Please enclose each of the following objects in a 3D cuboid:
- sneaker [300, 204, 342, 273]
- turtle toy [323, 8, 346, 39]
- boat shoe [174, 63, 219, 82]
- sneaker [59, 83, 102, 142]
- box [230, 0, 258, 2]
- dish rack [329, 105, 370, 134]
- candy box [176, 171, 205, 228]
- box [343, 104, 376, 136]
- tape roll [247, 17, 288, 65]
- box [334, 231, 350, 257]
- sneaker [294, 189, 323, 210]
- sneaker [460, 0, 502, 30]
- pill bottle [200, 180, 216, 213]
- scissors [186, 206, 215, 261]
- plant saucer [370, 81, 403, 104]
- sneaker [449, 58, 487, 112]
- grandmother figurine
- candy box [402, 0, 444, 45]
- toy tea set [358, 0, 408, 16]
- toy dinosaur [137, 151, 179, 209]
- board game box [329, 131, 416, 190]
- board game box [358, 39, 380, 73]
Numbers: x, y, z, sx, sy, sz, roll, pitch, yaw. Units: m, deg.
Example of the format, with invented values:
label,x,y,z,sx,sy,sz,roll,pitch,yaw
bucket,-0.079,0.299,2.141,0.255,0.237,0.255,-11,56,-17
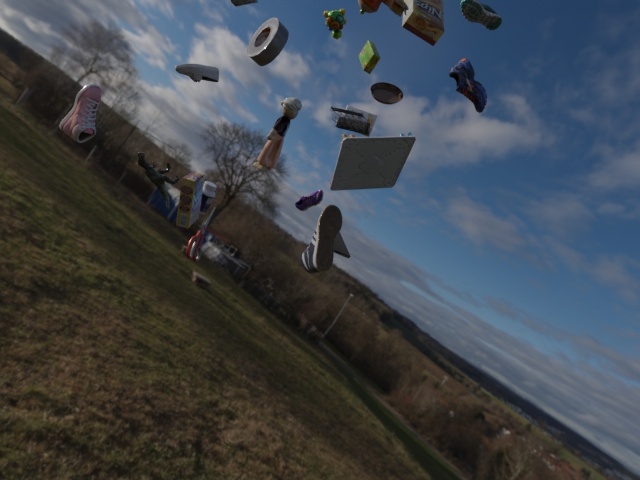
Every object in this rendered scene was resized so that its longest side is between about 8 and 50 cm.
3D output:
label,x,y,z,sx,sy,sz,roll,pitch,yaw
sneaker,0.000,0.000,1.633,0.099,0.283,0.153,20,-23,-19
turtle toy,0.067,-0.951,1.792,0.095,0.066,0.130,-2,-22,11
boat shoe,-0.505,-0.685,1.680,0.184,0.063,0.066,-11,9,-43
sneaker,-0.519,-0.278,0.912,0.070,0.134,0.051,42,9,13
box,-0.432,-1.362,2.309,0.136,0.027,0.094,-6,15,6
dish rack,0.161,-0.665,2.250,0.208,0.074,0.271,16,6,16
candy box,-0.480,-0.151,1.508,0.053,0.187,0.109,14,23,-1
box,0.248,-0.771,2.636,0.202,0.103,0.114,20,-18,3
tape roll,-0.256,-0.956,1.964,0.072,0.219,0.219,30,-1,-44
box,0.084,0.000,2.331,0.164,0.021,0.201,22,36,-45
sneaker,-0.058,-0.206,2.073,0.071,0.169,0.068,28,38,-50
sneaker,0.549,-0.791,1.411,0.166,0.076,0.065,19,-40,-21
pill bottle,-0.640,-0.239,2.252,0.094,0.170,0.094,28,14,-8
scissors,-0.518,-0.044,1.780,0.021,0.298,0.109,5,-26,14
plant saucer,0.327,-0.726,2.025,0.168,0.168,0.029,32,-35,15
sneaker,0.583,-0.602,1.619,0.221,0.087,0.083,63,3,4
grandmother figurine,-0.184,-0.477,1.823,0.103,0.343,0.208,26,17,-11
candy box,0.490,-1.084,1.941,0.182,0.317,0.087,22,-37,-17
toy tea set,0.186,-0.894,1.496,0.200,0.124,0.336,46,26,15
toy dinosaur,-0.708,-0.281,1.823,0.268,0.118,0.064,62,-25,-12
board game box,0.264,-0.418,2.180,0.389,0.051,0.390,-5,-32,-14
board game box,0.245,-0.924,2.050,0.043,0.092,0.182,19,41,-23
